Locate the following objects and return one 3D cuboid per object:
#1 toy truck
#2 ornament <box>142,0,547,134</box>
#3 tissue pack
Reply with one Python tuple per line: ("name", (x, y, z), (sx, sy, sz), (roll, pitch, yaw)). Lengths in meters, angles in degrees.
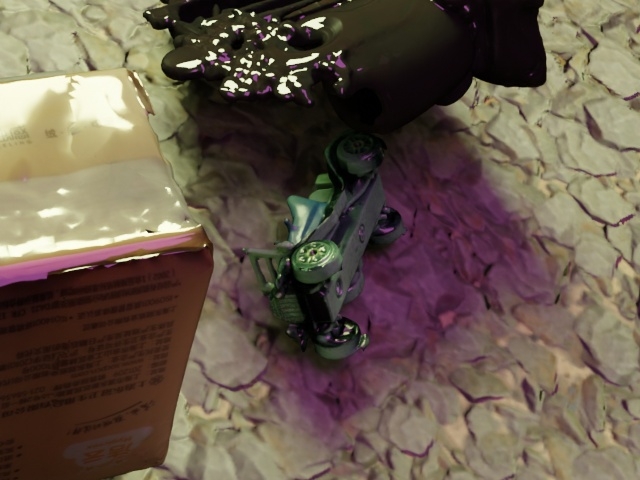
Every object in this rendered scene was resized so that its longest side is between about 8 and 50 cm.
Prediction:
("toy truck", (0.000, 0.001, 1.221), (0.078, 0.080, 0.154), (-1, 40, 20))
("ornament", (-0.010, -0.144, 1.263), (0.260, 0.106, 0.251), (-20, 37, -27))
("tissue pack", (-0.241, 0.015, 0.978), (0.305, 0.238, 0.239), (-11, 61, -22))
